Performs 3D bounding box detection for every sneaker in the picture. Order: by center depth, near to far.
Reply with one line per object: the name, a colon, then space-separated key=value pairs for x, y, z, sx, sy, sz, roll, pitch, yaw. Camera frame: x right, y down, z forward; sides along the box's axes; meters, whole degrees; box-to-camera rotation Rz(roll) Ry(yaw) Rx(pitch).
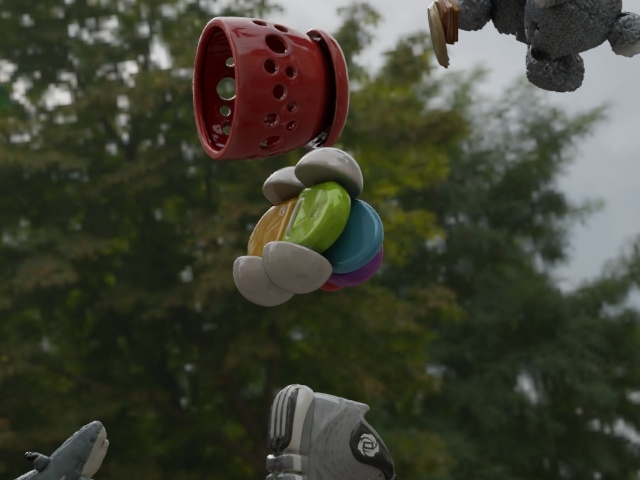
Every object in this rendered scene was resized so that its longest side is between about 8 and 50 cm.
sneaker: x=0.012 y=0.257 z=1.429 sx=0.132 sy=0.229 sz=0.086 roll=11 pitch=-9 yaw=-21

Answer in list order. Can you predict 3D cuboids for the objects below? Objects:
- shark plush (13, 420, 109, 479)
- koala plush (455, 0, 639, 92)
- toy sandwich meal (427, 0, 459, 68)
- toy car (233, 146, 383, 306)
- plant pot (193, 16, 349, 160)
shark plush: x=-0.313 y=0.256 z=1.687 sx=0.161 sy=0.073 sz=0.067 roll=-16 pitch=-58 yaw=-6
koala plush: x=0.279 y=-0.279 z=1.723 sx=0.196 sy=0.203 sz=0.221 roll=33 pitch=10 yaw=-15
toy sandwich meal: x=0.141 y=-0.235 z=1.687 sx=0.029 sy=0.086 sz=0.085 roll=-13 pitch=-15 yaw=0
toy car: x=0.000 y=0.000 z=1.621 sx=0.136 sy=0.159 sz=0.182 roll=28 pitch=-24 yaw=-19
plant pot: x=-0.064 y=-0.205 z=2.020 sx=0.174 sy=0.191 sz=0.191 roll=-4 pitch=-16 yaw=-22
